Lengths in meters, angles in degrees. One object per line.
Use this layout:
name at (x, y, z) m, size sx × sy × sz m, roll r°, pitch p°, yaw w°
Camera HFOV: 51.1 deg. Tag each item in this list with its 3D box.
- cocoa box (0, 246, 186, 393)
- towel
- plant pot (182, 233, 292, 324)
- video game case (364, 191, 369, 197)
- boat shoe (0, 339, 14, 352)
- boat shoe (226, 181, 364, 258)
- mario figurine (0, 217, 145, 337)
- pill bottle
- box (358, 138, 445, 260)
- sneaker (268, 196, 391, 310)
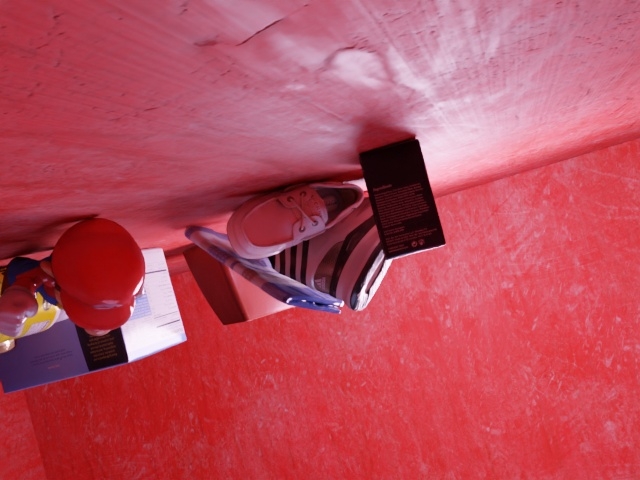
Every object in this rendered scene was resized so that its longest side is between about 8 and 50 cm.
cocoa box at (-0.519, 0.174, 1.477) m, size 0.347 × 0.228 × 0.231 m, roll -17°, pitch 178°, yaw 20°
towel at (-0.107, 0.053, 1.276) m, size 0.285 × 0.034 × 0.209 m, roll 31°, pitch -173°, yaw 32°
plant pot at (-0.193, 0.096, 1.856) m, size 0.267 × 0.236 × 0.267 m, roll -14°, pitch 178°, yaw -30°
video game case at (-0.023, -0.069, 1.579) m, size 0.204 × 0.025 × 0.285 m, roll -17°, pitch 178°, yaw 37°
boat shoe at (-0.693, 0.143, 1.179) m, size 0.302 × 0.098 × 0.109 m, roll 2°, pitch -172°, yaw 2°
boat shoe at (-0.031, -0.049, 1.083) m, size 0.096 × 0.098 × 0.277 m, roll -18°, pitch -173°, yaw 43°
mario figurine at (-0.338, 0.079, 0.921) m, size 0.320 × 0.170 × 0.198 m, roll -5°, pitch -138°, yaw 54°
pill bottle at (-0.509, 0.102, 1.104) m, size 0.119 × 0.119 × 0.208 m, roll -17°, pitch 179°, yaw 23°
box at (0.123, -0.058, 1.015) m, size 0.093 × 0.158 × 0.156 m, roll -15°, pitch 179°, yaw 6°
sneaker at (0.045, -0.054, 1.325) m, size 0.257 × 0.169 × 0.447 m, roll 21°, pitch -146°, yaw 16°
